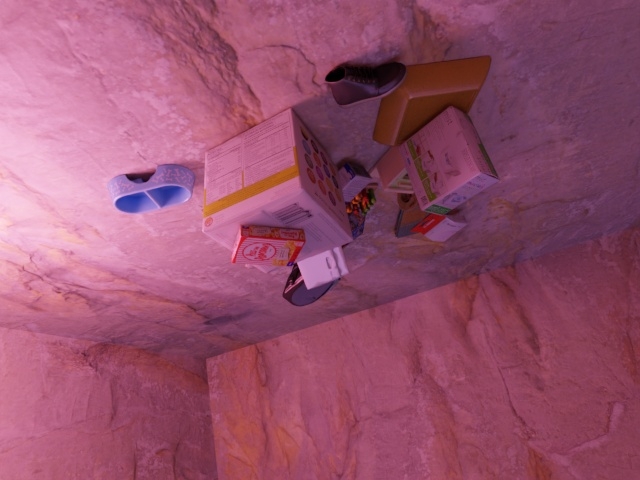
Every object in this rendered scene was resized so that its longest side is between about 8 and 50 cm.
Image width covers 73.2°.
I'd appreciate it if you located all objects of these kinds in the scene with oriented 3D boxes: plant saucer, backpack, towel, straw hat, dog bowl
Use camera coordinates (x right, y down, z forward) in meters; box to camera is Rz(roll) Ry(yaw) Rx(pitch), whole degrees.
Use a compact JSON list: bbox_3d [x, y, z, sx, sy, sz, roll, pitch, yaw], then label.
[{"bbox_3d":[0.361,-0.427,1.415,0.333,0.080,0.332,-9,155,-7],"label":"plant saucer"},{"bbox_3d":[-0.027,0.166,2.185,0.290,0.355,0.273,-41,113,13],"label":"backpack"},{"bbox_3d":[0.523,-0.135,2.174,0.272,0.040,0.370,-13,154,-4],"label":"towel"},{"bbox_3d":[0.370,-0.202,1.915,0.145,0.144,0.061,6,-169,-36],"label":"straw hat"},{"bbox_3d":[-0.580,-0.170,1.491,0.297,0.074,0.166,-14,155,0],"label":"dog bowl"}]

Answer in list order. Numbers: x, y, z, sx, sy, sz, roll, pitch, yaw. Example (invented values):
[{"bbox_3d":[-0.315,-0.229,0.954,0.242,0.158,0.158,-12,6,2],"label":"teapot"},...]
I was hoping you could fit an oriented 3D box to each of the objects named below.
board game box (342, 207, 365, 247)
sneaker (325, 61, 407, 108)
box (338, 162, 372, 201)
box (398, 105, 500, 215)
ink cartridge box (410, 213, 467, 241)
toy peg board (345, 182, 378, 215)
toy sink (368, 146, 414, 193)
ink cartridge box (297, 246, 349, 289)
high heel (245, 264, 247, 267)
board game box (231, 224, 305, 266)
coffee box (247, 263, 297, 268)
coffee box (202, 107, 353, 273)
[{"bbox_3d":[0.140,-0.058,2.034,0.194,0.060,0.194,-37,158,-30],"label":"board game box"},{"bbox_3d":[0.130,-0.460,1.222,0.222,0.083,0.118,-21,154,18],"label":"sneaker"},{"bbox_3d":[0.108,-0.224,1.672,0.137,0.072,0.126,-45,155,28],"label":"box"},{"bbox_3d":[0.406,-0.254,1.399,0.127,0.261,0.231,9,147,-41],"label":"box"},{"bbox_3d":[0.618,-0.065,2.254,0.232,0.066,0.189,-2,151,-32],"label":"ink cartridge box"},{"bbox_3d":[0.155,-0.169,1.860,0.161,0.079,0.161,-4,153,-21],"label":"toy peg board"},{"bbox_3d":[0.317,-0.267,1.671,0.153,0.131,0.234,2,152,-30],"label":"toy sink"},{"bbox_3d":[-0.020,0.037,1.882,0.197,0.270,0.198,-21,122,-4],"label":"ink cartridge box"},{"bbox_3d":[-0.260,0.093,2.207,0.244,0.082,0.117,-32,141,9],"label":"high heel"},{"bbox_3d":[-0.159,0.019,1.297,0.194,0.045,0.146,5,144,-20],"label":"board game box"},{"bbox_3d":[-0.227,0.045,2.050,0.247,0.098,0.141,-3,132,-20],"label":"coffee box"},{"bbox_3d":[-0.138,-0.146,1.401,0.338,0.334,0.337,-22,145,19],"label":"coffee box"}]
